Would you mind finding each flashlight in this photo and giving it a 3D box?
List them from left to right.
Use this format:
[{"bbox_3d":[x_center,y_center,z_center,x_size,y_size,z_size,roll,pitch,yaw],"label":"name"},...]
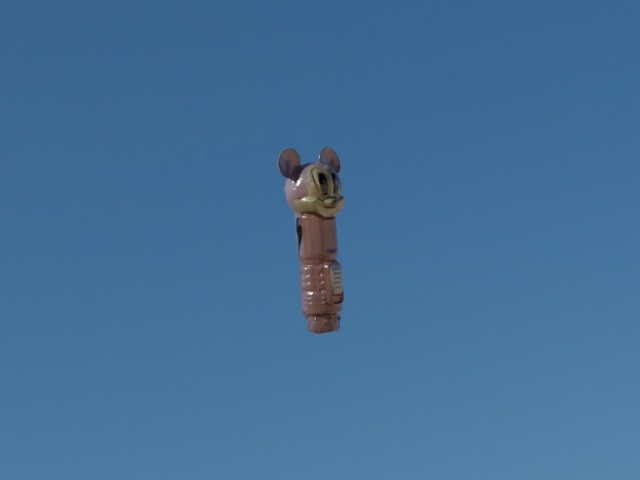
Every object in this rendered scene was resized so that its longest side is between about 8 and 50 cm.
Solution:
[{"bbox_3d":[0.000,0.000,1.034,0.031,0.110,0.052,-5,0,45],"label":"flashlight"}]
